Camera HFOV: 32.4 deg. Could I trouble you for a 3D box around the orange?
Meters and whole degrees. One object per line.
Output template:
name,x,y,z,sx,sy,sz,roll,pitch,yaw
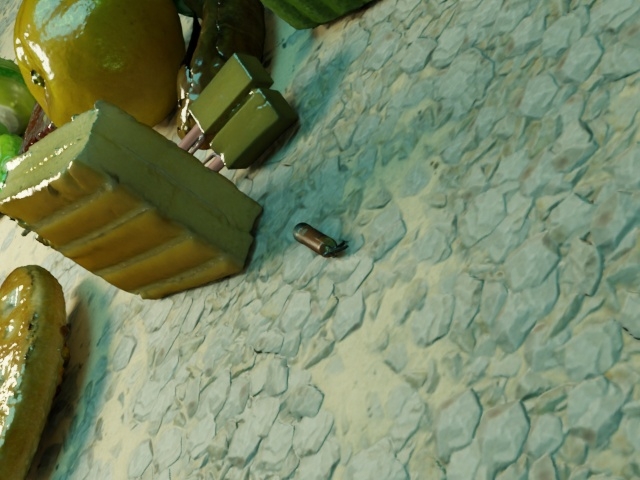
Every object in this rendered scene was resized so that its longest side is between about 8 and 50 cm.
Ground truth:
orange,-0.321,-0.280,1.605,0.235,0.279,0.279,-19,26,-17

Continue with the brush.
brush,-0.138,-0.115,1.365,0.233,0.047,0.103,-43,71,27

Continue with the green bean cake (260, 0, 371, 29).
green bean cake,0.031,-0.396,1.348,0.222,0.125,0.248,-17,51,46

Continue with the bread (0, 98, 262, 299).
bread,-0.234,-0.037,1.295,0.246,0.239,0.111,-21,42,49

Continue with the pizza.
pizza,-0.433,0.209,1.482,0.277,0.114,0.409,-37,35,29

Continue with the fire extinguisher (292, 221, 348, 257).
fire extinguisher,0.000,0.000,1.131,0.028,0.022,0.083,-32,26,-16

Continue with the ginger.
ginger,-0.134,-0.265,1.483,0.133,0.107,0.309,-29,44,36

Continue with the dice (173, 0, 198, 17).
dice,-0.198,-0.429,1.702,0.128,0.131,0.120,-35,39,32

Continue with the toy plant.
toy plant,-0.643,-0.180,2.099,0.224,0.184,0.316,-20,55,21

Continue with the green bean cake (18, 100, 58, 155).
green bean cake,-0.411,-0.224,1.833,0.232,0.097,0.199,-29,43,56
